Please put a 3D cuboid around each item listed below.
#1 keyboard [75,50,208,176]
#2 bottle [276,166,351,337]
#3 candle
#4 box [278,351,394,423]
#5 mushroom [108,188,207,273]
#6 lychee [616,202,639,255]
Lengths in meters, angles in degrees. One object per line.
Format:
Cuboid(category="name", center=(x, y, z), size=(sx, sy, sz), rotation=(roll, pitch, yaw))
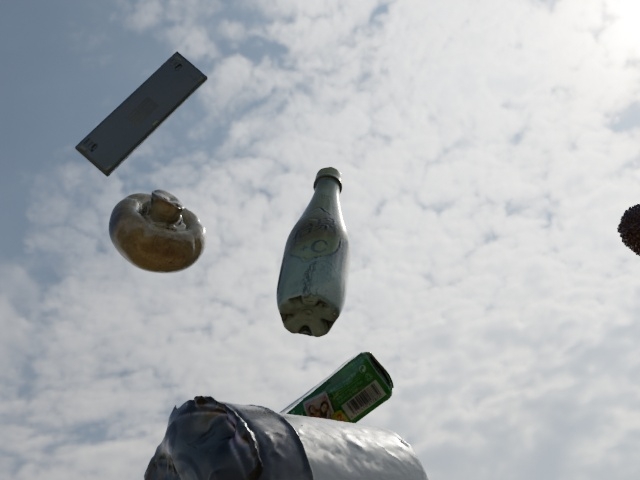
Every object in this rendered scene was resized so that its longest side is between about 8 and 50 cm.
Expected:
Cuboid(category="keyboard", center=(-0.217, -0.156, 1.053), size=(0.176, 0.055, 0.014), rotation=(-48, -12, -14))
Cuboid(category="bottle", center=(0.000, 0.000, 1.063), size=(0.083, 0.270, 0.083), rotation=(5, -48, 5))
Cuboid(category="candle", center=(0.005, 0.248, 0.765), size=(0.330, 0.187, 0.187), rotation=(18, -44, -40))
Cuboid(category="box", center=(0.019, 0.322, 1.672), size=(0.250, 0.103, 0.180), rotation=(-35, -6, -6))
Cuboid(category="mushroom", center=(-0.266, -0.018, 1.427), size=(0.166, 0.166, 0.127), rotation=(17, -65, -38))
Cuboid(category="lychee", center=(0.662, -0.024, 1.737), size=(0.129, 0.123, 0.123), rotation=(32, -48, -11))
